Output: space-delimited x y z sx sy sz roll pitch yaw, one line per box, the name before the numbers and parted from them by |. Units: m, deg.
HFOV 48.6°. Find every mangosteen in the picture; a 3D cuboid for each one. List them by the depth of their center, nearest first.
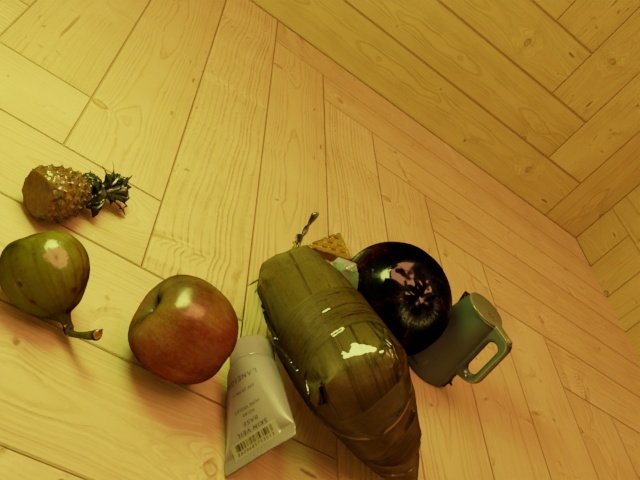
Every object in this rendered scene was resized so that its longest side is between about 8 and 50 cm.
mangosteen | 0.166 0.146 1.760 0.300 0.300 0.300 32 29 -20

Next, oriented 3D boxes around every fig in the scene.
fig | -0.450 0.074 1.196 0.142 0.148 0.186 -94 170 -71

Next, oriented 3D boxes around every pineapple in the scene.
pineapple | -0.473 -0.102 1.422 0.125 0.125 0.251 50 23 14

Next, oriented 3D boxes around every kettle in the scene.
kettle | 0.365 0.273 1.850 0.160 0.243 0.210 11 42 -46

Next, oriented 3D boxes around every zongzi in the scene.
zongzi | 0.026 0.256 1.501 0.500 0.218 0.467 53 -17 47

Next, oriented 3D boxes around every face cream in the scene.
face cream | -0.121 0.295 1.311 0.096 0.154 0.274 52 12 -31

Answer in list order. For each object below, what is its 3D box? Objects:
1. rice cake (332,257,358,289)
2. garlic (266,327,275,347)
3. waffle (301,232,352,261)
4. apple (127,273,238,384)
rice cake | 0.067 0.181 1.587 0.081 0.290 0.051 13 22 43
garlic | -0.064 0.201 1.569 0.113 0.074 0.094 -11 67 -39
waffle | 0.000 0.000 1.982 0.191 0.032 0.125 21 36 -39
apple | -0.241 0.161 1.267 0.174 0.188 0.188 37 27 -26
